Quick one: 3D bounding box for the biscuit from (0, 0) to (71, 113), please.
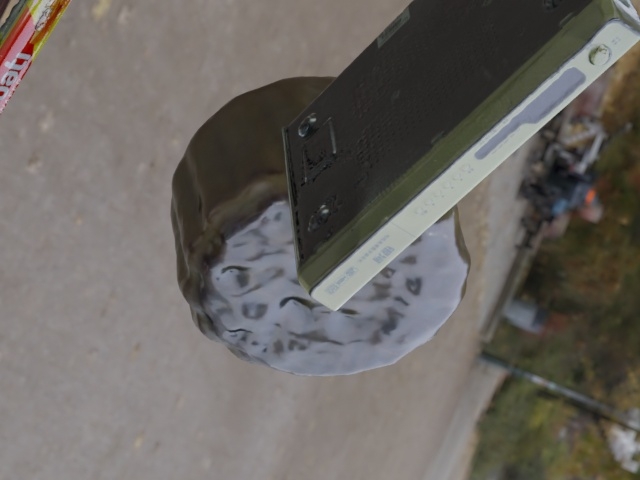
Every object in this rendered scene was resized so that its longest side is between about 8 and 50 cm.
[{"bbox_3d":[-0.202,-0.147,0.997,0.292,0.026,0.048,-56,165,9],"label":"biscuit"}]

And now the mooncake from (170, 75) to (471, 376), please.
[{"bbox_3d":[0.000,0.000,1.361,0.161,0.290,0.290,-100,-162,-48],"label":"mooncake"}]

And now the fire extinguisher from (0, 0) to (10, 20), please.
[{"bbox_3d":[-0.222,-0.129,0.802,0.267,0.072,0.089,-61,162,7],"label":"fire extinguisher"}]

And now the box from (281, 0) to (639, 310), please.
[{"bbox_3d":[0.077,-0.101,0.941,0.270,0.045,0.210,-42,-150,25],"label":"box"}]
